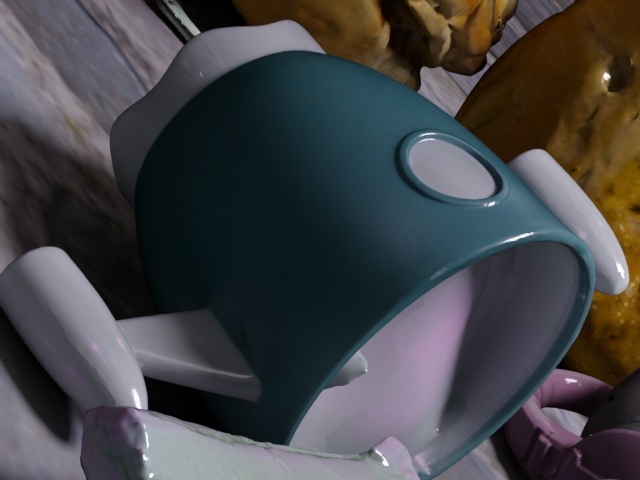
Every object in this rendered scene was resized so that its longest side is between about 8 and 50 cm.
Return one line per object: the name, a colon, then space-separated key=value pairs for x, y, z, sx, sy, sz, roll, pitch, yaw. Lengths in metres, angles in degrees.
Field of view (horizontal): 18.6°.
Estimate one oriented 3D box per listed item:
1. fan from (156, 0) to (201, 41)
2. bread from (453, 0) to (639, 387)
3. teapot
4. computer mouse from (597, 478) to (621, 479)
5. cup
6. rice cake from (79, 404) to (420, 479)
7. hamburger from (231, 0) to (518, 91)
fan: x=-0.022 y=-0.056 z=1.121 sx=0.226 sy=0.008 sz=0.152 roll=49 pitch=19 yaw=2
bread: x=0.269 y=-0.028 z=1.214 sx=0.337 sy=0.328 sz=0.148 roll=42 pitch=17 yaw=-25
teapot: x=0.179 y=0.115 z=1.069 sx=0.148 sy=0.116 sz=0.146 roll=56 pitch=29 yaw=11
computer mouse: x=0.185 y=0.250 z=0.834 sx=0.331 sy=0.095 sz=0.197 roll=57 pitch=20 yaw=1
cup: x=0.000 y=0.000 z=0.815 sx=0.300 sy=0.167 sz=0.173 roll=-12 pitch=52 yaw=-39
rice cake: x=0.006 y=0.145 z=0.677 sx=0.198 sy=0.037 sz=0.189 roll=10 pitch=54 yaw=-59
hamburger: x=0.007 y=-0.242 z=1.200 sx=0.304 sy=0.174 sz=0.284 roll=60 pitch=17 yaw=-50
